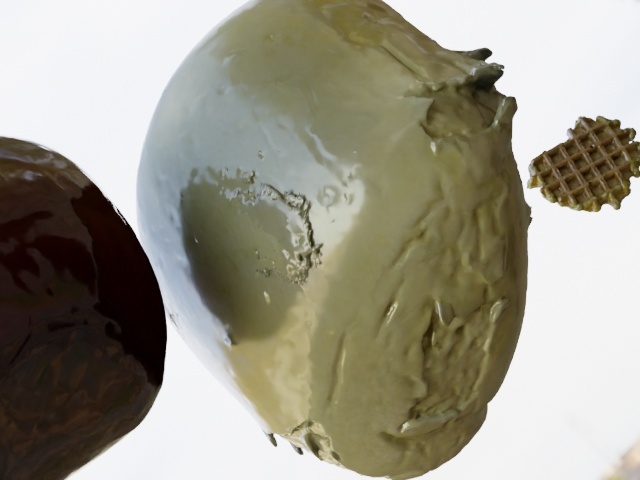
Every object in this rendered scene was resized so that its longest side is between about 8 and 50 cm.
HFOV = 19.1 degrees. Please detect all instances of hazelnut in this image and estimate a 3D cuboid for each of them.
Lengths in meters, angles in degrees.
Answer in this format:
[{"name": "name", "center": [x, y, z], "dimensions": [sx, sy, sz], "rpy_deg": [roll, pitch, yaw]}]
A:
[{"name": "hazelnut", "center": [-0.201, 0.041, 0.977], "dimensions": [0.229, 0.229, 0.229], "rpy_deg": [-41, -16, -14]}]

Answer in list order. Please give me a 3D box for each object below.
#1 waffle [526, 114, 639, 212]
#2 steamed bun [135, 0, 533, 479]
[{"name": "waffle", "center": [0.198, -0.058, 1.405], "dimensions": [0.085, 0.078, 0.016], "rpy_deg": [-55, -23, -17]}, {"name": "steamed bun", "center": [0.000, 0.000, 1.057], "dimensions": [0.166, 0.232, 0.273], "rpy_deg": [-11, -48, -23]}]
